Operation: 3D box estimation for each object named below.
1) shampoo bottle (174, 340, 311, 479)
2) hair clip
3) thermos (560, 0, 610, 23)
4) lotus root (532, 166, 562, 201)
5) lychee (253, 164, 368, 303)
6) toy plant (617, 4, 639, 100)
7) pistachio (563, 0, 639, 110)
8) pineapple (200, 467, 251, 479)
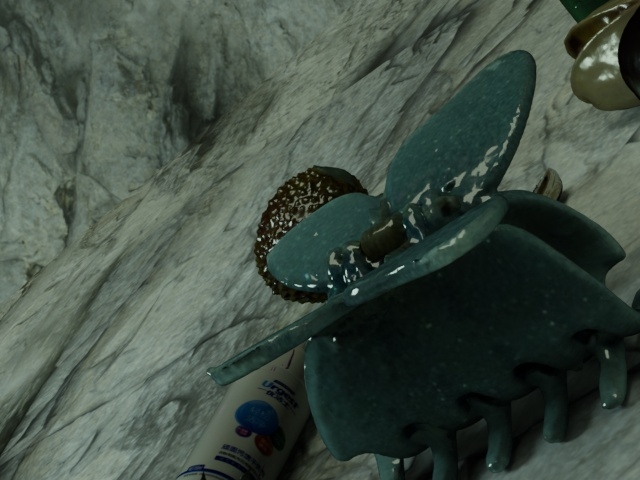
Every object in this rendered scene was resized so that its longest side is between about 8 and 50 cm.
[{"bbox_3d":[-0.067,0.194,1.993,0.092,0.092,0.303,-29,17,34],"label":"shampoo bottle"},{"bbox_3d":[0.108,0.065,1.672,0.318,0.238,0.392,-34,16,23],"label":"hair clip"},{"bbox_3d":[0.327,-0.279,2.244,0.083,0.187,0.073,-47,17,-20],"label":"thermos"},{"bbox_3d":[0.238,-0.041,2.073,0.083,0.030,0.037,-53,-9,-48],"label":"lotus root"},{"bbox_3d":[0.000,0.000,2.292,0.171,0.171,0.171,-36,15,11],"label":"lychee"},{"bbox_3d":[0.398,-0.156,1.801,0.218,0.175,0.235,-40,40,-25],"label":"toy plant"},{"bbox_3d":[0.358,-0.222,2.113,0.206,0.131,0.129,-27,46,33],"label":"pistachio"},{"bbox_3d":[-0.155,0.310,1.837,0.277,0.130,0.119,-29,-12,39],"label":"pineapple"}]
